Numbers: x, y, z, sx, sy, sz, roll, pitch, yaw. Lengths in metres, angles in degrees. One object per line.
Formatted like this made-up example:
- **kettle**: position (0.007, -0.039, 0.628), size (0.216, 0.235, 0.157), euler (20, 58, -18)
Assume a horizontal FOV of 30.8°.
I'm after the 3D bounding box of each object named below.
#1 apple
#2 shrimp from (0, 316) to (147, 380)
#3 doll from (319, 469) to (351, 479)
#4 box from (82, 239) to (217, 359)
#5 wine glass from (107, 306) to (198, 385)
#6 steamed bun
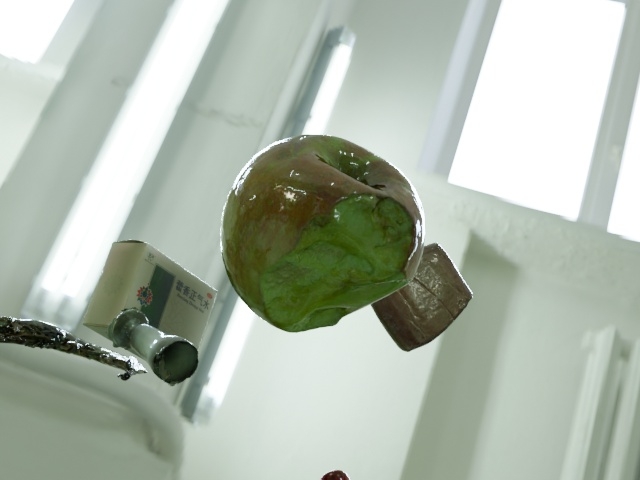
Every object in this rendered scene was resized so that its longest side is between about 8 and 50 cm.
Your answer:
- **apple**: position (0.000, 0.000, 1.401), size (0.246, 0.246, 0.226), euler (22, -65, -5)
- **shrimp**: position (-0.271, 0.119, 1.253), size (0.148, 0.035, 0.195), euler (18, -2, 38)
- **doll**: position (-0.061, 0.428, 1.394), size (0.182, 0.363, 0.160), euler (4, -41, 42)
- **box**: position (-0.301, 0.118, 2.086), size (0.095, 0.168, 0.212), euler (-2, -27, 36)
- **wine glass**: position (-0.248, 0.156, 1.715), size (0.155, 0.072, 0.072), euler (24, -18, 49)
- **steamed bun**: position (0.167, 0.095, 2.006), size (0.145, 0.175, 0.106), euler (53, -23, -3)
